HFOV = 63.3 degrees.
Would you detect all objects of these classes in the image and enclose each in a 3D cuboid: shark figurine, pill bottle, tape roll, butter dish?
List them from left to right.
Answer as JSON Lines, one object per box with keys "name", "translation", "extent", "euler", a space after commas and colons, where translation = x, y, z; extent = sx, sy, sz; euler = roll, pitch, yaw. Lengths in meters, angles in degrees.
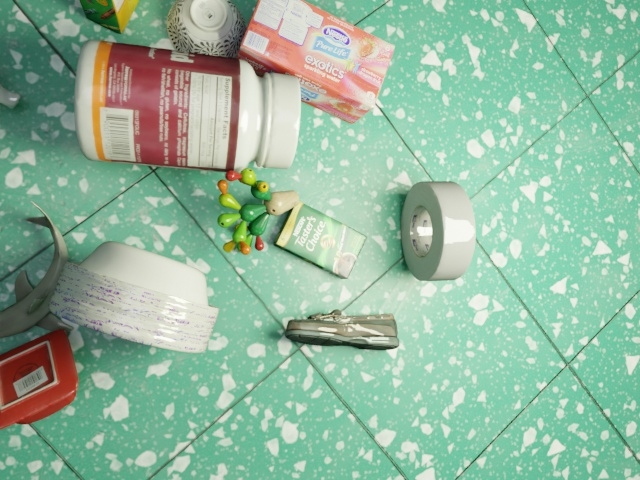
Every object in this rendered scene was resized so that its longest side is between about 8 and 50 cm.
{"name": "shark figurine", "translation": [-0.533, 0.080, 0.988], "extent": [0.166, 0.116, 0.278], "euler": [23, 85, -14]}
{"name": "butter dish", "translation": [-0.530, 0.278, 0.985], "extent": [0.160, 0.118, 0.160], "euler": [-25, 50, -14]}
{"name": "pill bottle", "translation": [-0.247, -0.250, 1.013], "extent": [0.393, 0.224, 0.223], "euler": [3, 87, -15]}
{"name": "tape roll", "translation": [0.250, -0.020, 1.132], "extent": [0.072, 0.219, 0.219], "euler": [-2, 89, -13]}

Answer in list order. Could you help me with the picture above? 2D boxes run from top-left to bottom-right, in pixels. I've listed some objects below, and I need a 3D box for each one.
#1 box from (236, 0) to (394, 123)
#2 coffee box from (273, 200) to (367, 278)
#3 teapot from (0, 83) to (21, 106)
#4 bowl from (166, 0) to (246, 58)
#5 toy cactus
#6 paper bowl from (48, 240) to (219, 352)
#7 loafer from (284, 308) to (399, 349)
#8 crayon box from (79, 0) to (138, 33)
{"name": "box", "translation": [-0.016, -0.392, 1.117], "extent": [0.300, 0.142, 0.154], "euler": [21, 83, -13]}
{"name": "coffee box", "translation": [0.000, 0.000, 1.160], "extent": [0.184, 0.040, 0.113], "euler": [28, 81, -12]}
{"name": "teapot", "translation": [-0.739, -0.294, 0.918], "extent": [0.256, 0.187, 0.252], "euler": [34, 59, 15]}
{"name": "bowl", "translation": [-0.237, -0.465, 1.096], "extent": [0.170, 0.080, 0.170], "euler": [1, 88, -15]}
{"name": "toy cactus", "translation": [-0.123, -0.063, 1.068], "extent": [0.181, 0.112, 0.218], "euler": [-21, 130, -28]}
{"name": "paper bowl", "translation": [-0.325, 0.097, 0.951], "extent": [0.284, 0.284, 0.148], "euler": [20, 80, -13]}
{"name": "loafer", "translation": [0.049, 0.191, 1.153], "extent": [0.268, 0.096, 0.084], "euler": [10, 66, -20]}
{"name": "crayon box", "translation": [-0.378, -0.574, 1.020], "extent": [0.081, 0.165, 0.278], "euler": [24, 82, -12]}
